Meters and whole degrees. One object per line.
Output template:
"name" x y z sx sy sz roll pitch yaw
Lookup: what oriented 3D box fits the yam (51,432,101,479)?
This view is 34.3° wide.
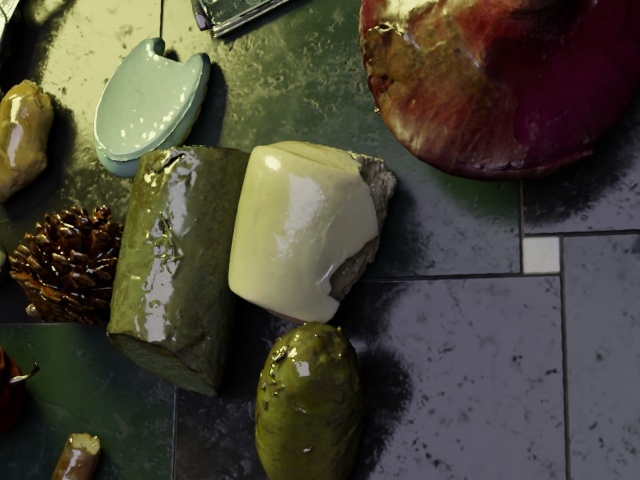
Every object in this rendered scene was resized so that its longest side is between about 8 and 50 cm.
"yam" -0.341 0.369 1.347 0.057 0.057 0.241 15 83 20

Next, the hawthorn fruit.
"hawthorn fruit" -0.460 0.192 1.367 0.194 0.157 0.157 -12 76 12

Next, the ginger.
"ginger" -0.429 -0.138 1.467 0.095 0.069 0.190 8 82 41

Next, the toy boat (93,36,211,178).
"toy boat" -0.231 -0.176 1.419 0.134 0.079 0.208 20 75 13

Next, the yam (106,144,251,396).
"yam" -0.172 0.033 1.297 0.168 0.168 0.304 7 81 19

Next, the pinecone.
"pinecone" -0.321 0.031 1.354 0.173 0.173 0.173 -3 78 17

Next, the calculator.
"calculator" -0.065 -0.400 1.423 0.274 0.028 0.166 -25 73 11

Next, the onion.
"onion" 0.208 -0.241 1.117 0.348 0.385 0.348 0 86 0

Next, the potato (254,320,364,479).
"potato" -0.013 0.206 1.203 0.113 0.149 0.251 24 132 27

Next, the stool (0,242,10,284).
"stool" -0.544 0.000 1.439 0.228 0.139 0.153 -6 79 19

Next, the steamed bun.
"steamed bun" 0.000 0.000 1.243 0.170 0.200 0.225 16 97 43

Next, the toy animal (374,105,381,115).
"toy animal" 0.110 -0.255 1.330 0.105 0.070 0.202 14 86 33

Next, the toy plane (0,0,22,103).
"toy plane" -0.484 -0.283 1.510 0.212 0.088 0.267 -12 84 16
